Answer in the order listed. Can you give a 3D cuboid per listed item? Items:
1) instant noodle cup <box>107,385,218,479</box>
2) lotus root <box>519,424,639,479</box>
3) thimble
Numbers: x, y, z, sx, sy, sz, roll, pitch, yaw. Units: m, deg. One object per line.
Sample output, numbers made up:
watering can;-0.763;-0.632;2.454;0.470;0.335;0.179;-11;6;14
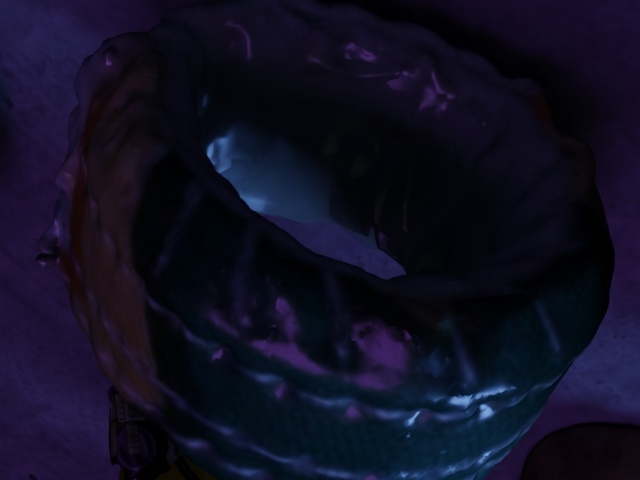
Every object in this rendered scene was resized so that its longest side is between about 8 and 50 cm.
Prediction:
instant noodle cup;-0.056;0.172;0.918;0.215;0.215;0.236;27;143;0
lotus root;0.220;0.225;0.917;0.183;0.078;0.203;14;133;11
thimble;0.000;0.000;0.683;0.288;0.254;0.167;23;135;4
